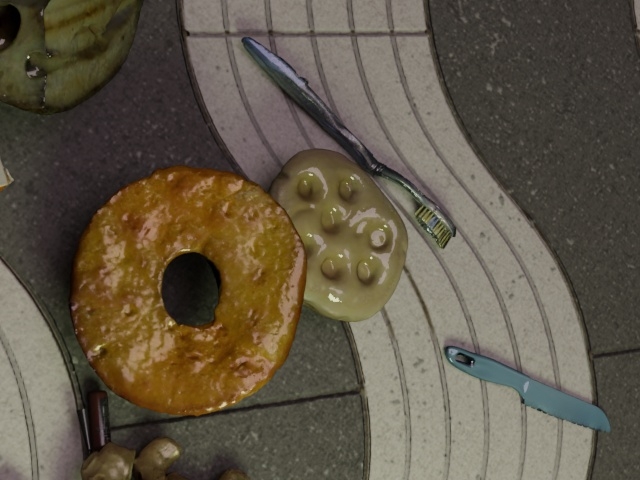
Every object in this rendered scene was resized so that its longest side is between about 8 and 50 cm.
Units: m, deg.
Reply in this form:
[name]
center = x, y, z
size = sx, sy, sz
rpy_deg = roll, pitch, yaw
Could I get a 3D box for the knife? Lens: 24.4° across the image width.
[knife]
center = 0.303, 0.217, 2.131
size = 0.313, 0.019, 0.044
rpy_deg = 23, 76, -24

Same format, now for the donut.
[donut]
center = -0.158, 0.065, 1.798
size = 0.303, 0.110, 0.303
rpy_deg = 0, 79, -2

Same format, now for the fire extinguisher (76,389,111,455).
[fire extinguisher]
center = -0.272, 0.230, 1.783
size = 0.032, 0.046, 0.100
rpy_deg = -8, 75, 8

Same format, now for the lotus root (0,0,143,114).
[lotus root]
center = -0.335, -0.281, 1.795
size = 0.314, 0.142, 0.210
rpy_deg = -55, 146, -57

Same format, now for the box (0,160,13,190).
[box]
center = -0.520, -0.117, 1.690
size = 0.274, 0.091, 0.221
rpy_deg = -21, 90, -32

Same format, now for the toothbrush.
[toothbrush]
center = 0.042, -0.137, 2.046
size = 0.413, 0.035, 0.042
rpy_deg = 44, 65, -15

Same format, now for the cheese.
[cheese]
center = 0.000, 0.000, 1.946
size = 0.218, 0.117, 0.235
rpy_deg = -17, 85, -29

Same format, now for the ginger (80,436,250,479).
[ginger]
center = -0.185, 0.301, 1.792
size = 0.258, 0.065, 0.149
rpy_deg = -11, 77, -42
